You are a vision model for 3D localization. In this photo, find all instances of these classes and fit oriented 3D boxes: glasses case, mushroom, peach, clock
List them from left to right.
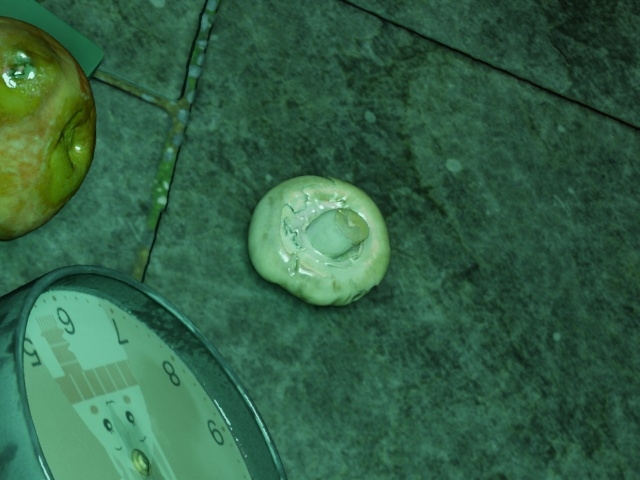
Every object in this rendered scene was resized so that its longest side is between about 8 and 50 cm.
[{"bbox_3d":[-0.313,-0.112,1.516,0.214,0.235,0.214,7,64,-14],"label":"peach"},{"bbox_3d":[-0.324,-0.221,1.691,0.184,0.039,0.077,35,52,-6],"label":"glasses case"},{"bbox_3d":[-0.159,0.195,1.399,0.386,0.076,0.386,45,25,-28],"label":"clock"},{"bbox_3d":[0.000,0.000,1.689,0.154,0.122,0.154,10,66,-24],"label":"mushroom"}]
